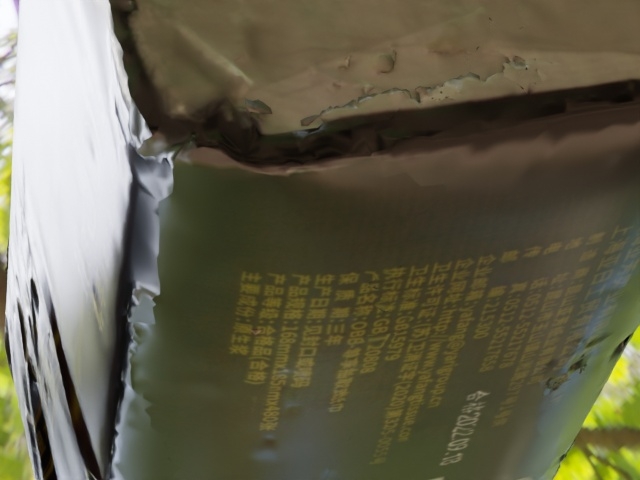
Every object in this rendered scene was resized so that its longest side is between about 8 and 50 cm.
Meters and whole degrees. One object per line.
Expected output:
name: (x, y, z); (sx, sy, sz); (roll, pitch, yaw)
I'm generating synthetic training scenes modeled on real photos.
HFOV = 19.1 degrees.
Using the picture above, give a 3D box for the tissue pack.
tissue pack: (0.000, 0.000, 0.698); (0.210, 0.370, 0.198); (-10, -122, -19)
